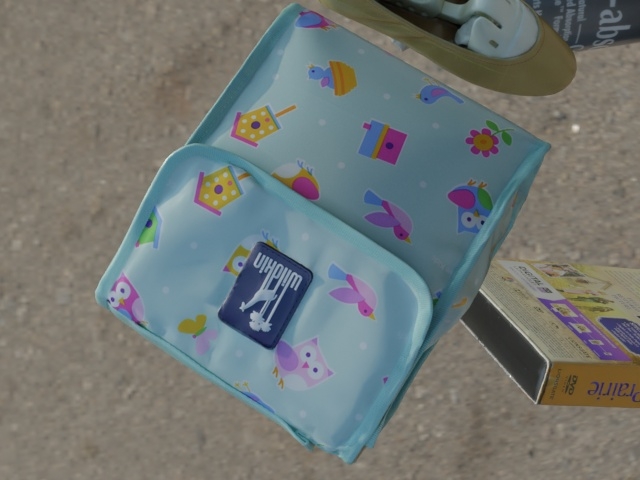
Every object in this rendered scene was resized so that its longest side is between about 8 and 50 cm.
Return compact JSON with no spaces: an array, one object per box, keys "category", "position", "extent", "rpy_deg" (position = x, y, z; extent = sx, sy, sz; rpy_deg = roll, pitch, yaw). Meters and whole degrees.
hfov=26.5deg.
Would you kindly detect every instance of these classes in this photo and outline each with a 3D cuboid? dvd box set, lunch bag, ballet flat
[{"category":"dvd box set","position":[0.389,0.114,1.689],"extent":[0.307,0.420,0.062],"rpy_deg":[-129,48,-59]},{"category":"lunch bag","position":[0.000,0.000,0.947],"extent":[0.223,0.262,0.160],"rpy_deg":[32,154,10]},{"category":"ballet flat","position":[0.099,-0.178,1.063],"extent":[0.232,0.073,0.080],"rpy_deg":[20,69,-2]}]

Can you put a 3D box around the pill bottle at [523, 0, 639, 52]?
[{"category":"pill bottle","position":[0.288,-0.301,1.383],"extent":[0.363,0.210,0.210],"rpy_deg":[-9,83,-2]}]

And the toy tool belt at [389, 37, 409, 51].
[{"category":"toy tool belt","position":[0.126,-0.295,1.819],"extent":[0.051,0.052,0.083],"rpy_deg":[-23,35,42]}]
